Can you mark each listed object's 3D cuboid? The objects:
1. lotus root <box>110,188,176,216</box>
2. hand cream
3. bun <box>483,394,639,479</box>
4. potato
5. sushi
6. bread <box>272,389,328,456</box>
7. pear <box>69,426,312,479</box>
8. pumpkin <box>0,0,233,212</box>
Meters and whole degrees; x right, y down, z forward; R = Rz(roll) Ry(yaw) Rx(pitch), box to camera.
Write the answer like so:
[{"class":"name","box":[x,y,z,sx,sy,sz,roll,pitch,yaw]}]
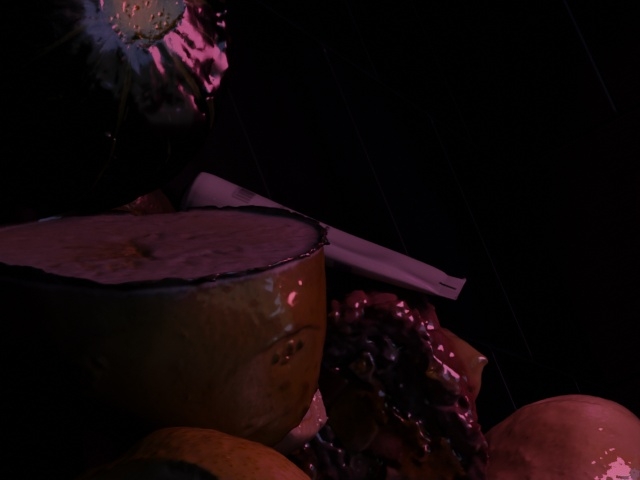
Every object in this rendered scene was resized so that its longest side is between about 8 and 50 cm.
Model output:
[{"class":"lotus root","box":[-0.187,-0.026,1.725,0.179,0.080,0.089,38,32,-53]},{"class":"hand cream","box":[0.000,0.000,1.929,0.109,0.320,0.067,-41,148,-77]},{"class":"bun","box":[0.224,0.329,2.028,0.202,0.364,0.364,25,23,-3]},{"class":"potato","box":[-0.138,0.086,1.443,0.246,0.299,0.196,-143,-127,-69]},{"class":"sushi","box":[0.072,0.175,1.937,0.270,0.236,0.171,58,9,-2]},{"class":"bread","box":[-0.088,0.155,1.647,0.134,0.141,0.148,63,15,15]},{"class":"pear","box":[-0.093,0.264,1.285,0.271,0.271,0.271,53,19,-28]},{"class":"pumpkin","box":[-0.236,-0.159,1.570,0.296,0.295,0.296,53,19,-28]}]
